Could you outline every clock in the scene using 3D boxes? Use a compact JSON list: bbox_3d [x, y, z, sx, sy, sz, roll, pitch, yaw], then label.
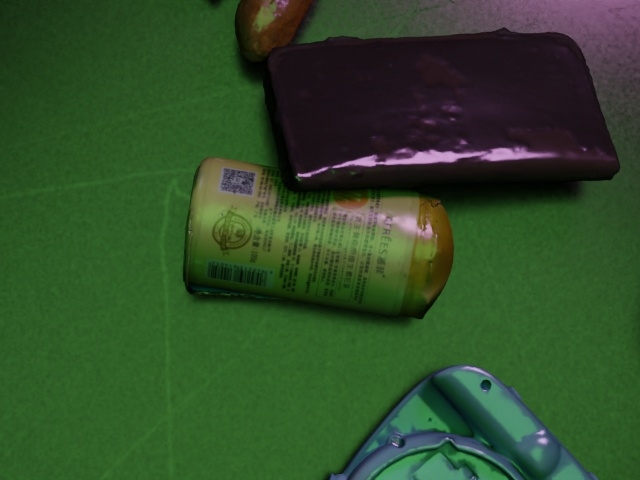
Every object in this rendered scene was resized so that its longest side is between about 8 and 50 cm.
[{"bbox_3d":[0.107,0.265,1.219,0.274,0.094,0.223,-44,86,-8],"label":"clock"}]

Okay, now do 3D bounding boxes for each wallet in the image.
[{"bbox_3d":[0.106,-0.115,1.251,0.309,0.042,0.165,-4,56,-14],"label":"wallet"}]

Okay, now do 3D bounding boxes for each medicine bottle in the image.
[{"bbox_3d":[0.000,0.000,1.237,0.238,0.124,0.124,9,82,-2],"label":"medicine bottle"}]

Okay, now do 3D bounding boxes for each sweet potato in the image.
[{"bbox_3d":[-0.019,-0.337,1.289,0.106,0.095,0.355,1,80,14],"label":"sweet potato"}]
